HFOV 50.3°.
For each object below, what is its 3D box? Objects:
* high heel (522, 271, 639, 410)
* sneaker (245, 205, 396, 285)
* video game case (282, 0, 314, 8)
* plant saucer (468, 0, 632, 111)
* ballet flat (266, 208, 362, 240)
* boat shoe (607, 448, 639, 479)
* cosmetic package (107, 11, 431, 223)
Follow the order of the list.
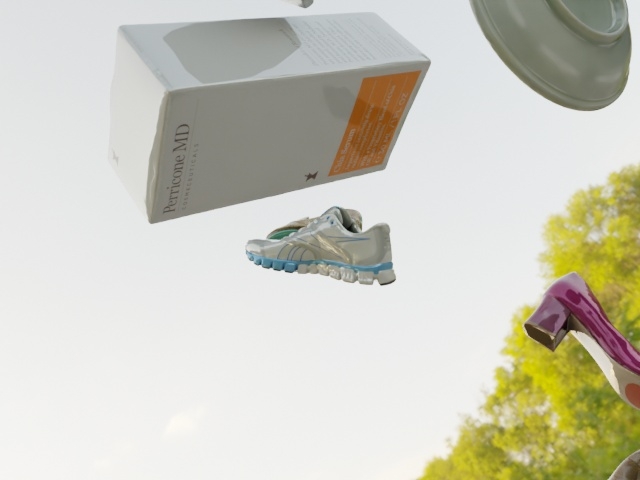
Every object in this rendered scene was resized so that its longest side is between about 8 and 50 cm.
[{"bbox_3d":[0.598,0.198,1.323,0.181,0.377,0.127,-43,-30,-21],"label":"high heel"},{"bbox_3d":[0.000,0.000,0.786,0.071,0.191,0.082,-9,-78,-64],"label":"sneaker"},{"bbox_3d":[-0.099,-0.447,0.987,0.023,0.183,0.201,-41,-43,-18],"label":"video game case"},{"bbox_3d":[0.448,-0.433,1.242,0.401,0.400,0.100,-20,-9,-35],"label":"plant saucer"},{"bbox_3d":[-0.007,-0.016,1.262,0.073,0.206,0.067,63,-143,-28],"label":"ballet flat"},{"bbox_3d":[0.246,0.265,0.532,0.342,0.123,0.123,-13,-47,-37],"label":"boat shoe"},{"bbox_3d":[-0.073,-0.200,1.036,0.453,0.161,0.230,-17,-37,-34],"label":"cosmetic package"}]
